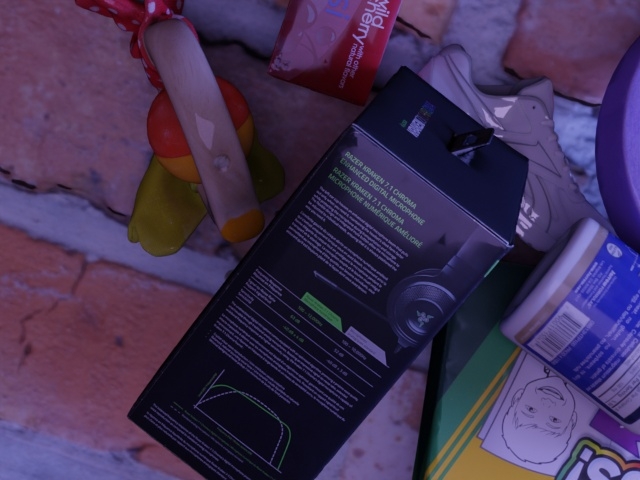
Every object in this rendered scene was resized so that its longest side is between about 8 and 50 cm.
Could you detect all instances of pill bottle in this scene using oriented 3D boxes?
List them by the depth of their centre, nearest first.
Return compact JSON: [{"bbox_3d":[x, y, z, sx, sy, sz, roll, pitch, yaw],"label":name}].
[{"bbox_3d":[0.238,0.079,1.058,0.187,0.112,0.112,38,105,2],"label":"pill bottle"}]

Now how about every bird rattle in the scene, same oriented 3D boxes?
[{"bbox_3d":[-0.092,-0.105,1.085,0.143,0.207,0.253,-15,117,-13],"label":"bird rattle"}]

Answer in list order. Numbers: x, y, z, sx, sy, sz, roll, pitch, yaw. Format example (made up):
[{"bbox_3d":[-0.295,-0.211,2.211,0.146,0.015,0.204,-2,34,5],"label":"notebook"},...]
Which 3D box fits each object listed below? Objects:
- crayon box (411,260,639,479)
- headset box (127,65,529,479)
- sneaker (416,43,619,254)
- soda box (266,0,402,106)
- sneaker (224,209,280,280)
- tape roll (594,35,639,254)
[{"bbox_3d":[0.261,0.195,1.159,0.363,0.106,0.313,9,85,-1],"label":"crayon box"},{"bbox_3d":[0.022,0.021,1.018,0.131,0.246,0.283,37,108,-1],"label":"headset box"},{"bbox_3d":[0.166,-0.071,1.143,0.232,0.090,0.115,36,101,-11],"label":"sneaker"},{"bbox_3d":[0.039,-0.243,1.085,0.083,0.092,0.263,18,107,-4],"label":"soda box"},{"bbox_3d":[0.000,0.000,1.177,0.086,0.064,0.192,40,107,-16],"label":"sneaker"},{"bbox_3d":[0.356,-0.073,1.088,0.275,0.090,0.274,0,86,-2],"label":"tape roll"}]
